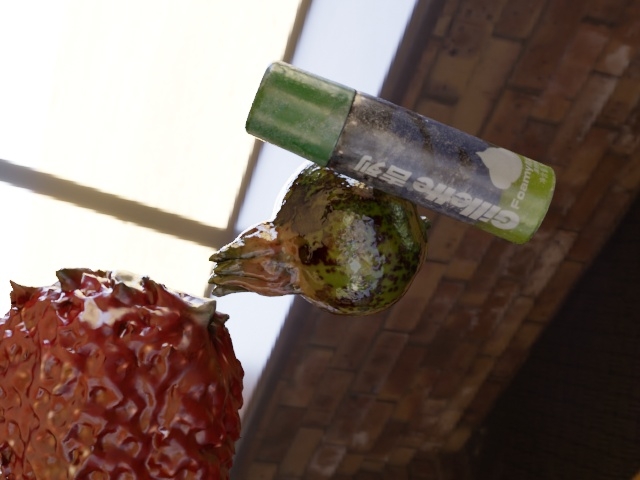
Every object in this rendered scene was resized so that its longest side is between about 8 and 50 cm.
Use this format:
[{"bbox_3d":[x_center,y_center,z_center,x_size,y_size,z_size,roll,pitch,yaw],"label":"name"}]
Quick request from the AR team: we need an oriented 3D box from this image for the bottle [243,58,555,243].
[{"bbox_3d":[0.084,-0.096,1.046,0.093,0.330,0.093,-159,90,-86],"label":"bottle"}]

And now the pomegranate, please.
[{"bbox_3d":[0.006,0.016,1.220,0.276,0.204,0.222,-44,13,-13],"label":"pomegranate"}]

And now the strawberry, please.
[{"bbox_3d":[-0.220,0.202,0.991,0.292,0.292,0.343,134,144,-64],"label":"strawberry"}]
